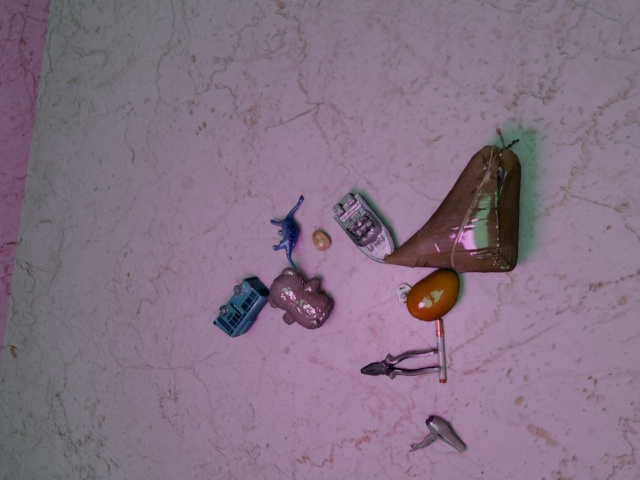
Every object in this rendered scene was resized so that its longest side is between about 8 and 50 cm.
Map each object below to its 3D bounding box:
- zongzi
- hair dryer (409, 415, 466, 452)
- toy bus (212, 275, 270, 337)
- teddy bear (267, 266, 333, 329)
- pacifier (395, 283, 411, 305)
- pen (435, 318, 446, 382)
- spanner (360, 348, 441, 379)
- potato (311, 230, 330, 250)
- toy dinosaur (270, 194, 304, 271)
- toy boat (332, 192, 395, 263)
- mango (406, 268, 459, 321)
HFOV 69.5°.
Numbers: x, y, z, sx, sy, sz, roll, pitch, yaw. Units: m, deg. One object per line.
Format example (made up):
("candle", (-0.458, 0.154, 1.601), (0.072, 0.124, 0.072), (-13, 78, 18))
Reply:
("zongzi", (0.438, -0.141, 1.592), (0.466, 0.218, 0.501), (3, 93, 23))
("hair dryer", (0.440, 0.765, 1.723), (0.167, 0.067, 0.199), (28, 113, 14))
("toy bus", (-0.333, 0.292, 1.990), (0.147, 0.128, 0.256), (40, 104, 15))
("teddy bear", (-0.082, 0.245, 1.867), (0.267, 0.151, 0.236), (35, 103, 17))
("pacifier", (0.320, 0.206, 1.740), (0.068, 0.064, 0.083), (-16, 87, 14))
("pen", (0.446, 0.410, 1.714), (0.028, 0.028, 0.239), (-4, 91, 23))
("spanner", (0.298, 0.478, 1.767), (0.324, 0.040, 0.096), (-18, 81, 28))
("potato", (0.000, 0.000, 1.872), (0.068, 0.062, 0.083), (-38, 101, -9))
("toy dinosaur", (-0.139, -0.025, 1.915), (0.144, 0.076, 0.330), (-7, 69, 32))
("toy boat", (0.180, -0.035, 1.776), (0.141, 0.092, 0.320), (-43, 77, 20))
("mango", (0.414, 0.201, 1.671), (0.221, 0.120, 0.152), (-37, 77, 12))
